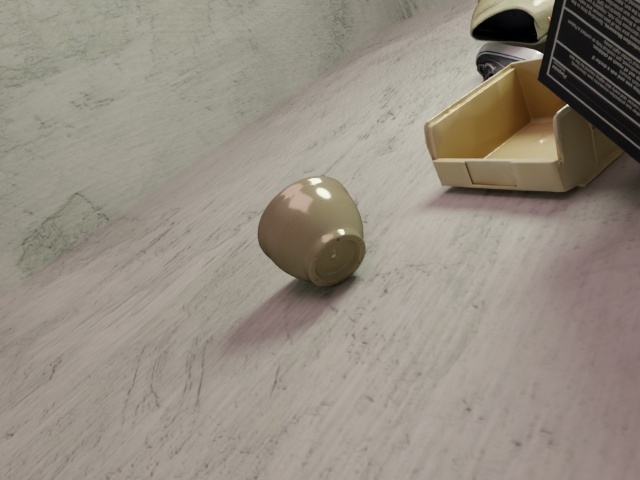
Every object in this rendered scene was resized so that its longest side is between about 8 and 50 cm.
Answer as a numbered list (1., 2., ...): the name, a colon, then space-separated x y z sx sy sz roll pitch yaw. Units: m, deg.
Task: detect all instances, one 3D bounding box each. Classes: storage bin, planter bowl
1. storage bin: 0.343 -0.189 0.946 0.260 0.123 0.262 -36 24 -23
2. planter bowl: 0.000 0.000 0.896 0.162 0.162 0.109 -30 48 -9

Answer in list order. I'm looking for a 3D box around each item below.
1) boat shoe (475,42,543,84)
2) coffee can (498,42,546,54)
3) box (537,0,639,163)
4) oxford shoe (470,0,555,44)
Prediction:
1. boat shoe: 0.398 -0.355 1.301 0.102 0.108 0.301 -50 22 9
2. coffee can: 0.578 -0.580 1.455 0.275 0.202 0.201 -31 22 -12
3. box: 0.395 -0.222 0.578 0.182 0.294 0.296 -29 59 -10
4. oxford shoe: 0.498 -0.454 1.205 0.396 0.140 0.147 6 54 36
